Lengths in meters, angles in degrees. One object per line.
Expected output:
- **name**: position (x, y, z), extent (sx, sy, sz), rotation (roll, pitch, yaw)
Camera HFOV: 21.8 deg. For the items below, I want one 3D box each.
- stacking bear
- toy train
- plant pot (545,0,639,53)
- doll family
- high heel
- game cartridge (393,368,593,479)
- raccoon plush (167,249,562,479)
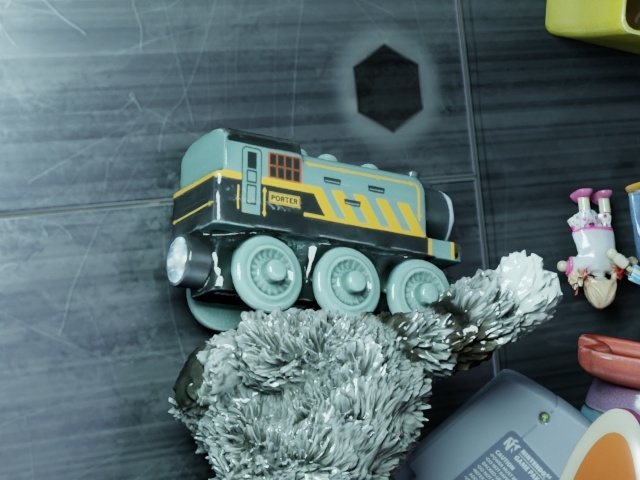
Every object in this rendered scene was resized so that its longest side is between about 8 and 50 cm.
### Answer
- **stacking bear**: position (0.344, 0.265, 1.840), extent (0.164, 0.175, 0.289), rotation (10, 95, 8)
- **toy train**: position (0.000, 0.000, 1.680), extent (0.334, 0.142, 0.190), rotation (9, 73, -29)
- **plant pot**: position (0.370, -0.305, 1.872), extent (0.212, 0.187, 0.212), rotation (8, 83, -28)
- **doll family**: position (0.404, 0.018, 1.895), extent (0.263, 0.118, 0.163), rotation (3, 73, -27)
- **high heel**: position (0.316, 0.364, 1.714), extent (0.181, 0.127, 0.377), rotation (14, 84, -54)
- **game cartridge**: position (0.242, 0.285, 1.754), extent (0.196, 0.060, 0.294), rotation (-42, 95, 16)
- **raccoon plush**: position (0.043, 0.197, 1.516), extent (0.446, 0.299, 0.216), rotation (-33, 134, 12)
